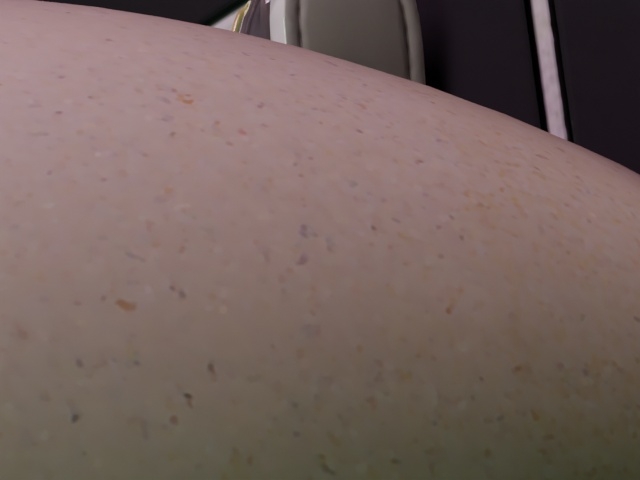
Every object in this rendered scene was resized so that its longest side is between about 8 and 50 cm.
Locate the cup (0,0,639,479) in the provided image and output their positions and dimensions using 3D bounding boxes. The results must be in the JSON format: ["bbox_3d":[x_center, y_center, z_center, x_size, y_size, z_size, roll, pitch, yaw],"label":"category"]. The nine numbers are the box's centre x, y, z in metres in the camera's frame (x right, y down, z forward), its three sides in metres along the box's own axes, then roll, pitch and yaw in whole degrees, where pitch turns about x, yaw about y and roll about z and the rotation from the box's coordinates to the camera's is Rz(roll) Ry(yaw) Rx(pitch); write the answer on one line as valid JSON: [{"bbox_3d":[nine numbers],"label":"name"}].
[{"bbox_3d":[-0.011,0.078,0.532,0.331,0.237,0.331,172,90,-89],"label":"cup"}]

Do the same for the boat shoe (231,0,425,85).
[{"bbox_3d":[0.000,0.000,0.723,0.068,0.081,0.228,-11,76,63],"label":"boat shoe"}]
